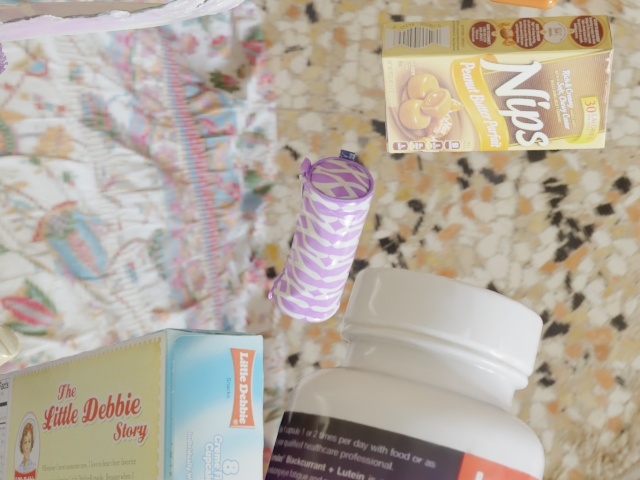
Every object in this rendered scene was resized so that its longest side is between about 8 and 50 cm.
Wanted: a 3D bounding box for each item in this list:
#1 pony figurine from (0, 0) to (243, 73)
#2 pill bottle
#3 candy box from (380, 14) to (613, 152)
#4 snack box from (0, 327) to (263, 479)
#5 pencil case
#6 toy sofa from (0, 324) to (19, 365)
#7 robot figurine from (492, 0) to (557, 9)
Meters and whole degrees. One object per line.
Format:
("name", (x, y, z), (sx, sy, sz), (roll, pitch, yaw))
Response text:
("pony figurine", (-0.254, -0.115, 0.712), (0.351, 0.303, 0.363), (7, 77, 24))
("pill bottle", (0.028, 0.114, 0.492), (0.108, 0.108, 0.193), (11, 77, 20))
("candy box", (0.248, -0.220, 1.767), (0.316, 0.088, 0.183), (0, 137, 7))
("snack box", (-0.136, 0.162, 0.710), (0.322, 0.060, 0.187), (-18, 69, 55))
("pencil case", (0.000, 0.000, 1.427), (0.088, 0.086, 0.206), (13, 127, -2))
("toy sofa", (-0.380, 0.126, 0.820), (0.150, 0.362, 0.177), (-32, 83, 35))
("robot figurine", (0.230, -0.337, 1.320), (0.219, 0.158, 0.128), (28, 66, 30))
